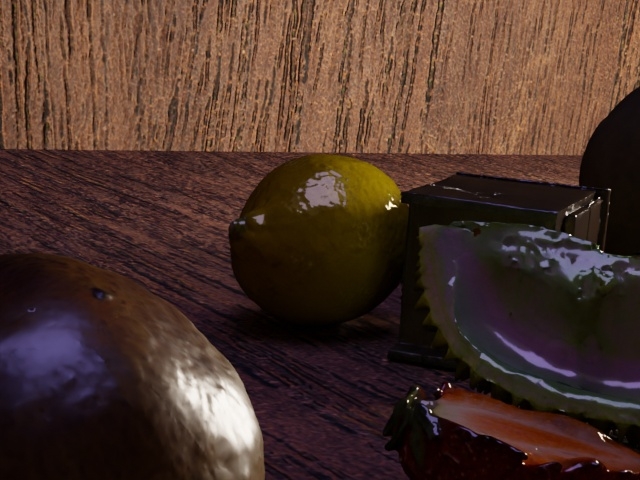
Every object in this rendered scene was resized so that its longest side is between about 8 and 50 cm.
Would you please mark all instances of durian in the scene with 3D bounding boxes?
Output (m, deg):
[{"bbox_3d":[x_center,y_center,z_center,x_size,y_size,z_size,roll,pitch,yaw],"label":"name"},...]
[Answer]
[{"bbox_3d":[0.249,0.079,1.150,0.356,0.169,0.157,4,8,8],"label":"durian"}]

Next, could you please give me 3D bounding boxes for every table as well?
[{"bbox_3d":[0.183,0.032,1.385,0.173,0.169,0.193,8,10,22],"label":"table"}]

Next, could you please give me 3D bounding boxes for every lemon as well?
[{"bbox_3d":[0.000,0.000,1.455,0.187,0.186,0.244,12,10,37],"label":"lemon"}]

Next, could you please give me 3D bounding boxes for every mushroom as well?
[{"bbox_3d":[-0.163,0.105,0.777,0.264,0.195,0.283,-2,10,1],"label":"mushroom"}]

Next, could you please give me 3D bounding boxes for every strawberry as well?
[{"bbox_3d":[0.135,0.152,0.961,0.187,0.082,0.146,11,16,3],"label":"strawberry"}]

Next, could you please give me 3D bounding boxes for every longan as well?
[{"bbox_3d":[0.486,-0.068,1.741,0.319,0.318,0.319,4,10,-1],"label":"longan"}]
